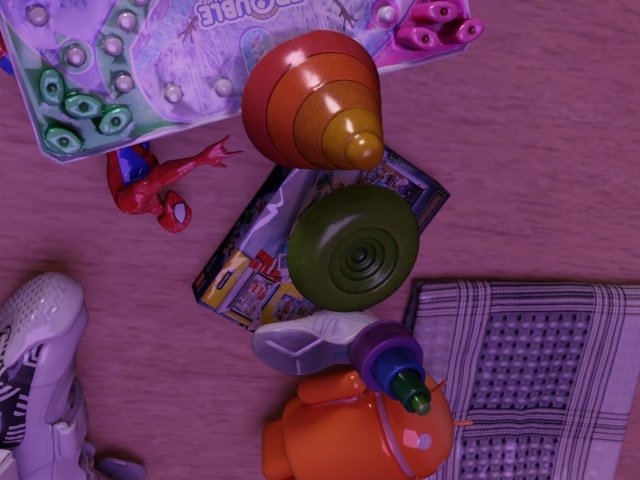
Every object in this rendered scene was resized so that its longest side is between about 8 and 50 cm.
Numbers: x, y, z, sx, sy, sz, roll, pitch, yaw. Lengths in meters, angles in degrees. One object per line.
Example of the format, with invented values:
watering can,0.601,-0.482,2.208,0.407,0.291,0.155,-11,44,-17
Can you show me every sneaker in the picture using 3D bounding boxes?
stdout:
sneaker,-0.250,0.205,0.906,0.210,0.137,0.366,19,112,-23
sneaker,0.000,0.097,0.915,0.152,0.061,0.054,3,118,-24

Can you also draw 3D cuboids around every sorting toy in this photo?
sorting toy,0.044,0.012,0.771,0.127,0.126,0.366,-23,124,-10

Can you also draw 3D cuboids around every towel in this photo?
towel,0.226,0.198,1.080,0.312,0.056,0.324,2,113,-17

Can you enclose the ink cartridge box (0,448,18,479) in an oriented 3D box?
ink cartridge box,-0.344,0.234,0.794,0.150,0.063,0.109,6,113,7

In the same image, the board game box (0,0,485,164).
board game box,-0.082,-0.295,0.718,0.390,0.050,0.390,-18,104,-13

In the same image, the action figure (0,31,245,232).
action figure,-0.173,-0.129,0.801,0.139,0.091,0.280,-29,118,8

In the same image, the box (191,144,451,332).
box,0.000,0.000,0.934,0.159,0.044,0.233,32,101,-26

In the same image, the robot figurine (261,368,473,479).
robot figurine,0.045,0.205,0.973,0.219,0.128,0.158,-21,88,14
